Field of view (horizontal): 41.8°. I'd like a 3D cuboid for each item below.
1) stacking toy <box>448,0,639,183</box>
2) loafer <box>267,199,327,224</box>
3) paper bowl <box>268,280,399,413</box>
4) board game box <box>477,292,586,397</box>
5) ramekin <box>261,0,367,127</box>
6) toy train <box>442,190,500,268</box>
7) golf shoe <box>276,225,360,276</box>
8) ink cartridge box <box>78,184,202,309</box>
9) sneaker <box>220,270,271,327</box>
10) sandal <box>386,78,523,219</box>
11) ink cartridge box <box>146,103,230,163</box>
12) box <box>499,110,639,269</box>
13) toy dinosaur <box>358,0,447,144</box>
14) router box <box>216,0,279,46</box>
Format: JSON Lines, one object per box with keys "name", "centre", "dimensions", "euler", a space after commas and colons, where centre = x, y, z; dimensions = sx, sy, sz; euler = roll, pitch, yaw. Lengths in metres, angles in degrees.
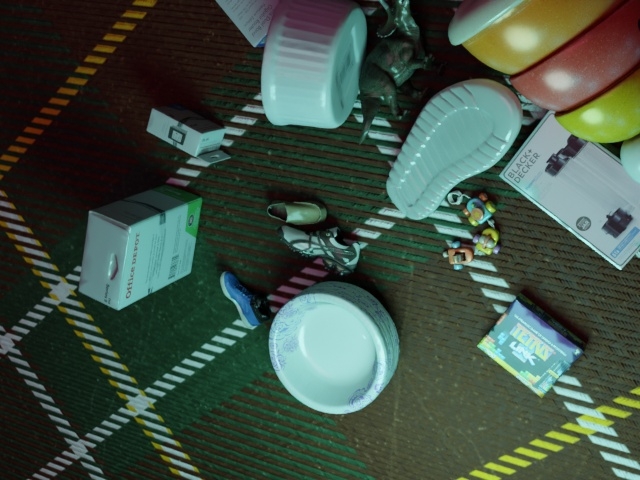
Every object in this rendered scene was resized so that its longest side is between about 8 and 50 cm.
{"name": "stacking toy", "centre": [0.481, -0.292, 1.428], "dimensions": [0.350, 0.351, 0.480], "euler": [-34, 100, 30]}
{"name": "loafer", "centre": [-0.057, -0.061, 1.886], "dimensions": [0.147, 0.050, 0.056], "euler": [3, 106, 26]}
{"name": "paper bowl", "centre": [0.039, 0.229, 1.866], "dimensions": [0.284, 0.148, 0.284], "euler": [7, 107, 25]}
{"name": "board game box", "centre": [0.433, 0.216, 1.724], "dimensions": [0.170, 0.048, 0.141], "euler": [38, 119, 12]}
{"name": "ramekin", "centre": [-0.005, -0.354, 1.655], "dimensions": [0.135, 0.277, 0.277], "euler": [13, 110, 15]}
{"name": "toy train", "centre": [0.305, -0.017, 1.722], "dimensions": [0.125, 0.046, 0.166], "euler": [2, 106, 26]}
{"name": "golf shoe", "centre": [0.000, 0.000, 1.871], "dimensions": [0.198, 0.077, 0.094], "euler": [27, 104, 10]}
{"name": "ink cartridge box", "centre": [-0.414, 0.008, 1.946], "dimensions": [0.121, 0.289, 0.211], "euler": [21, 113, 19]}
{"name": "sneaker", "centre": [-0.172, 0.132, 1.992], "dimensions": [0.084, 0.058, 0.152], "euler": [-23, 98, 35]}
{"name": "sandal", "centre": [0.254, -0.188, 1.627], "dimensions": [0.169, 0.102, 0.416], "euler": [51, 145, 4]}
{"name": "ink cartridge box", "centre": [-0.293, -0.247, 1.920], "dimensions": [0.180, 0.104, 0.060], "euler": [28, 114, 16]}
{"name": "box", "centre": [0.504, -0.103, 1.575], "dimensions": [0.290, 0.087, 0.169], "euler": [41, 118, 11]}
{"name": "toy dinosaur", "centre": [0.147, -0.344, 1.686], "dimensions": [0.160, 0.121, 0.314], "euler": [40, 123, 24]}
{"name": "router box", "centre": [-0.108, -0.627, 1.731], "dimensions": [0.335, 0.082, 0.301], "euler": [-43, 84, 29]}
